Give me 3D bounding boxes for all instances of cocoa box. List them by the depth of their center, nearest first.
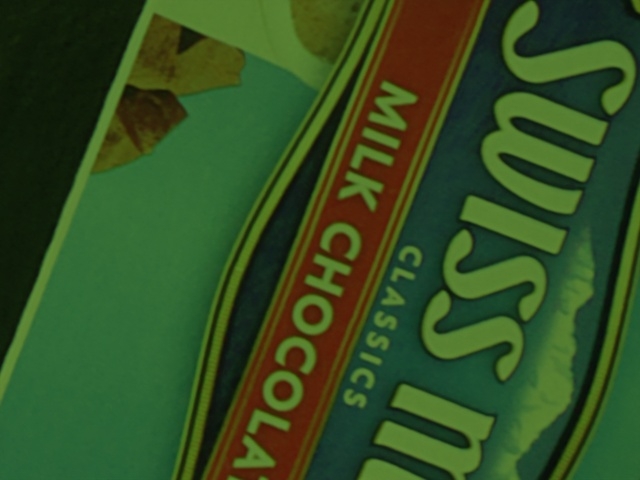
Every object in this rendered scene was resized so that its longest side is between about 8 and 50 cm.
[{"bbox_3d":[-0.027,-0.002,0.532,0.228,0.231,0.347,22,178,2],"label":"cocoa box"}]
